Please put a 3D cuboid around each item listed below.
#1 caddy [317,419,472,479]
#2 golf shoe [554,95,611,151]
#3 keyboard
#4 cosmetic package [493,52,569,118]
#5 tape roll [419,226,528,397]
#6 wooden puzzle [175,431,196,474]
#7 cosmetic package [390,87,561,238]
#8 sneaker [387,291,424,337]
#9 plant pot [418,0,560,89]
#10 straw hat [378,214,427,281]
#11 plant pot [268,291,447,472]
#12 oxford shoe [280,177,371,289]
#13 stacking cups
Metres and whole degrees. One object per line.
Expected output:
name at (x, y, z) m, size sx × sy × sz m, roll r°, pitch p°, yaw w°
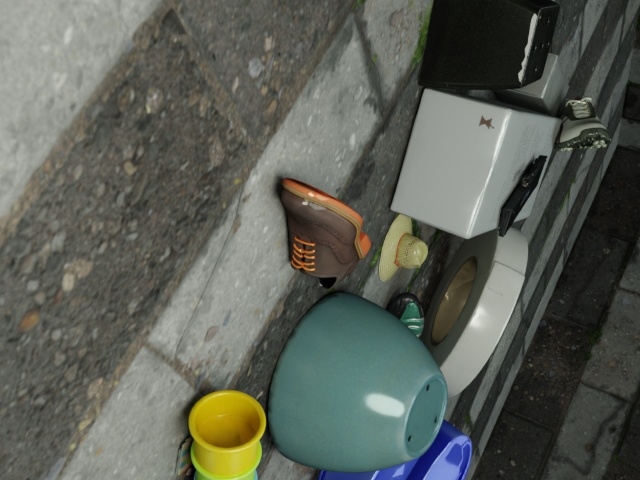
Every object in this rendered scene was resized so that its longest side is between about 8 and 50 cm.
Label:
caddy at (0.140, 0.456, 1.523) m, size 0.241 × 0.179 × 0.341 m, roll 43°, pitch 74°, yaw -29°
golf shoe at (0.554, -0.252, 1.634) m, size 0.273 × 0.105 × 0.120 m, roll -51°, pitch 136°, yaw -79°
keyboard at (0.383, -0.096, 1.431) m, size 0.180 × 0.023 × 0.108 m, roll -50°, pitch 157°, yaw -35°
cosmetic package at (0.461, -0.342, 1.661) m, size 0.238 × 0.127 × 0.107 m, roll 20°, pitch 91°, yaw -64°
tape roll at (0.306, 0.139, 1.582) m, size 0.392 × 0.072 × 0.392 m, roll -64°, pitch -177°, yaw 6°
wooden puzzle at (-0.169, 0.276, 0.989) m, size 0.049 × 0.006 × 0.083 m, roll -27°, pitch 135°, yaw -57°
cosmetic package at (0.316, -0.155, 1.465) m, size 0.453 × 0.161 × 0.230 m, roll -12°, pitch 121°, yaw -62°
sneaker at (0.165, 0.185, 1.557) m, size 0.098 × 0.083 × 0.223 m, roll -83°, pitch 176°, yaw -58°
plant pot at (0.290, -0.342, 1.260) m, size 0.188 × 0.167 × 0.187 m, roll -29°, pitch 133°, yaw -53°
straw hat at (0.167, 0.022, 1.417) m, size 0.144 × 0.061 × 0.144 m, roll -45°, pitch 146°, yaw -43°
plant pot at (0.085, 0.246, 1.199) m, size 0.290 × 0.195 × 0.290 m, roll -24°, pitch 121°, yaw -49°
oxford shoe at (0.000, 0.000, 1.023) m, size 0.098 × 0.097 × 0.271 m, roll -59°, pitch 154°, yaw -9°
stacking cups at (-0.136, 0.337, 1.018) m, size 0.096 × 0.096 × 0.316 m, roll -43°, pitch 152°, yaw -45°
